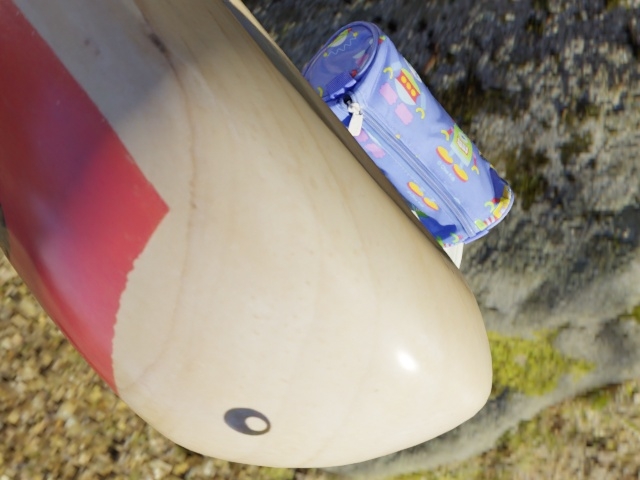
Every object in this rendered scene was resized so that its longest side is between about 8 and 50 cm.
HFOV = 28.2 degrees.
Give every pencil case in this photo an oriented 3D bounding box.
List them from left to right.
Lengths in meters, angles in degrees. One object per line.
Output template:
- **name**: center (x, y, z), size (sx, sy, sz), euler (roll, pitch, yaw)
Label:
- **pencil case**: center (0.101, -0.116, 1.496), size (0.119, 0.133, 0.306), euler (-30, 123, 24)

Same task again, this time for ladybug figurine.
- **ladybug figurine**: center (-0.088, -0.054, 0.681), size (0.162, 0.449, 0.305), euler (-40, 147, 6)

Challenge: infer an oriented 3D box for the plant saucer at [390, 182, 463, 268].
- **plant saucer**: center (0.000, 0.000, 1.613), size (0.400, 0.100, 0.400), euler (-2, 98, -12)
